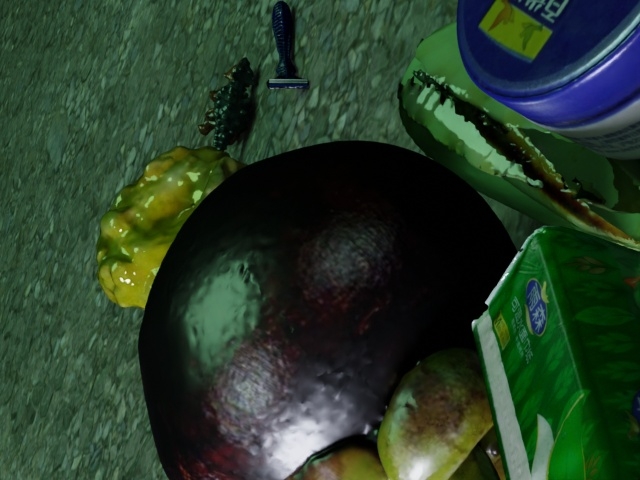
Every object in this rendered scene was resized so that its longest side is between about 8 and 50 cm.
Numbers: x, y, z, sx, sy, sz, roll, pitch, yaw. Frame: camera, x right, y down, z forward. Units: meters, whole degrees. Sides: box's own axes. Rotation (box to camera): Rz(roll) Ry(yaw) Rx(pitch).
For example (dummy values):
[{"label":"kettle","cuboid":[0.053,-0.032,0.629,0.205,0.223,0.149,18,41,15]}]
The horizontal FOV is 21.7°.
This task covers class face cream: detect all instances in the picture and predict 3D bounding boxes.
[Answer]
[{"label":"face cream","cuboid":[0.187,-0.154,0.997,0.206,0.111,0.206,-37,39,38]}]

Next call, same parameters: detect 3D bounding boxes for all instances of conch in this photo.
[{"label":"conch","cuboid":[0.134,-0.078,1.145,0.137,0.143,0.250,-22,28,2]}]

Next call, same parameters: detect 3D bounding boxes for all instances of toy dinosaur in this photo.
[{"label":"toy dinosaur","cuboid":[-0.103,-0.136,1.860,0.055,0.049,0.154,-28,44,55]}]

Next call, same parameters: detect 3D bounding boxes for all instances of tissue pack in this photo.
[{"label":"tissue pack","cuboid":[0.189,0.090,0.901,0.209,0.148,0.156,-97,28,-46]}]

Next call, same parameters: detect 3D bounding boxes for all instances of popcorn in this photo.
[{"label":"popcorn","cuboid":[-0.124,0.002,1.672,0.198,0.155,0.197,-15,60,27]}]

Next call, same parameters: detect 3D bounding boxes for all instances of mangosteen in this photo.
[{"label":"mangosteen","cuboid":[0.032,0.072,1.135,0.313,0.297,0.297,-5,65,28]}]

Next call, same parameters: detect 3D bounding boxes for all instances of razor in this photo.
[{"label":"razor","cuboid":[-0.040,-0.204,1.789,0.154,0.044,0.028,-96,6,-47]}]
